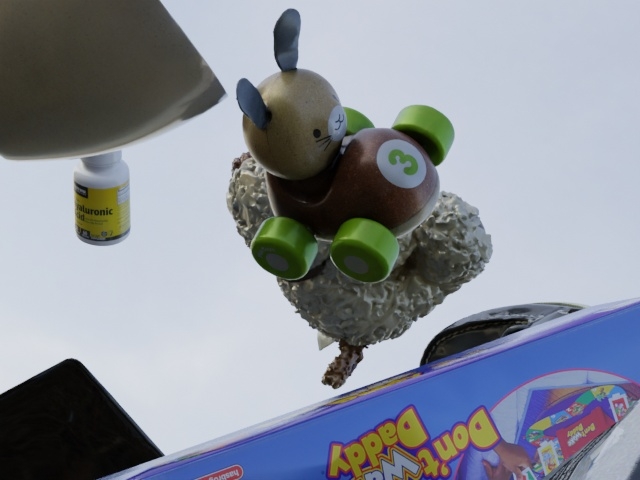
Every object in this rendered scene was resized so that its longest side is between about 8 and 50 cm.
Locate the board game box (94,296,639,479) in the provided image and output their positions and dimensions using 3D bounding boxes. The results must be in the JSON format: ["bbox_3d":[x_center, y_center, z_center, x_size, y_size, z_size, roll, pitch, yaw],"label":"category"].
[{"bbox_3d":[0.071,0.189,1.055,0.078,0.347,0.233,-18,-91,62],"label":"board game box"}]

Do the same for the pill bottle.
[{"bbox_3d":[-0.247,-0.058,2.163,0.065,0.065,0.116,18,-56,26],"label":"pill bottle"}]

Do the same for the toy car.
[{"bbox_3d":[-0.001,-0.085,1.502,0.149,0.155,0.188,1,-42,34],"label":"toy car"}]

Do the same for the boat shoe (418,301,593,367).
[{"bbox_3d":[0.176,0.108,1.374,0.113,0.127,0.340,16,2,-42],"label":"boat shoe"}]

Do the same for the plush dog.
[{"bbox_3d":[0.000,0.000,1.862,0.225,0.211,0.262,43,-15,-24],"label":"plush dog"}]

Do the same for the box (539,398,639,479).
[{"bbox_3d":[0.140,0.204,0.867,0.163,0.247,0.142,44,-54,-1],"label":"box"}]

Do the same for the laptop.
[{"bbox_3d":[-0.251,0.263,1.758,0.236,0.382,0.408,63,16,3],"label":"laptop"}]

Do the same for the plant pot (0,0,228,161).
[{"bbox_3d":[-0.242,-0.179,1.681,0.284,0.191,0.284,52,-1,2],"label":"plant pot"}]
